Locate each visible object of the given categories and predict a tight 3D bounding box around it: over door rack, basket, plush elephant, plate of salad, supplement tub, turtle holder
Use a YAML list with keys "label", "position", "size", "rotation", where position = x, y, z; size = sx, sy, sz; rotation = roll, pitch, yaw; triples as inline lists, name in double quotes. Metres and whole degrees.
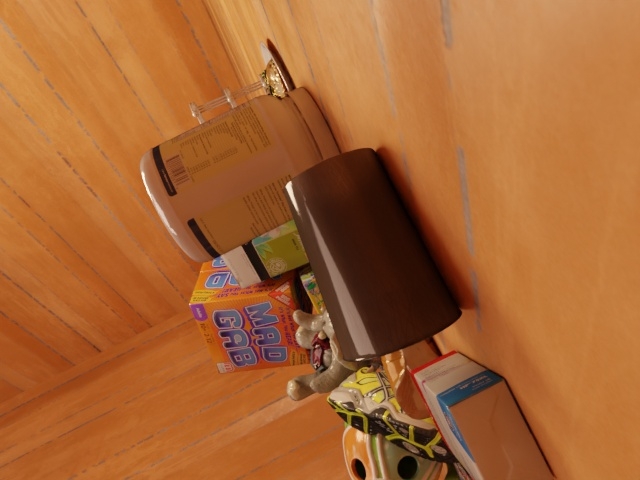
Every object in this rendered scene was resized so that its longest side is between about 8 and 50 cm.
- label: "over door rack"
  position: [-0.220, -0.322, 1.539]
  size: [0.324, 0.240, 0.108]
  rotation: [68, 180, -54]
- label: "basket"
  position: [0.055, 0.014, 0.631]
  size: [0.204, 0.154, 0.226]
  rotation: [108, 138, -84]
- label: "plush elephant"
  position: [0.037, 0.266, 1.403]
  size: [0.272, 0.330, 0.255]
  rotation: [-71, -30, -51]
- label: "plate of salad"
  position: [-0.094, -0.330, 1.094]
  size: [0.199, 0.048, 0.200]
  rotation: [62, 177, 6]
- label: "supplement tub"
  position: [-0.138, -0.126, 0.950]
  size: [0.235, 0.325, 0.235]
  rotation: [63, 177, 6]
- label: "turtle holder"
  position: [0.203, 0.546, 1.269]
  size: [0.320, 0.243, 0.227]
  rotation: [45, -149, -23]

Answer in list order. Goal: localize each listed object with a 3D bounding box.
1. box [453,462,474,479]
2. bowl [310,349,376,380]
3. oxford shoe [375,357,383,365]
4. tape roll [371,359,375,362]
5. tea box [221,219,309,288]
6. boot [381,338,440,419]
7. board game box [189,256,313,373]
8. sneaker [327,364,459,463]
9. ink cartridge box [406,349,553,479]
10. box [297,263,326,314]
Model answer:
- label: "box"
  position: [0.349, 0.546, 1.110]
  size: [0.233, 0.044, 0.159]
  rotation: [64, 177, -19]
- label: "bowl"
  position: [0.102, 0.384, 1.964]
  size: [0.163, 0.312, 0.311]
  rotation: [99, 148, -52]
- label: "oxford shoe"
  position: [0.177, 0.258, 1.151]
  size: [0.098, 0.097, 0.271]
  rotation: [53, 172, 36]
- label: "tape roll"
  position: [0.175, 0.405, 1.494]
  size: [0.189, 0.189, 0.080]
  rotation: [61, 177, 41]
- label: "tea box"
  position: [-0.168, -0.054, 1.737]
  size: [0.329, 0.324, 0.220]
  rotation: [-100, -14, -61]
- label: "boot"
  position: [0.150, 0.176, 0.970]
  size: [0.211, 0.104, 0.295]
  rotation: [-111, 1, -63]
- label: "board game box"
  position: [-0.238, 0.236, 1.918]
  size: [0.356, 0.357, 0.356]
  rotation: [-88, -12, -56]
- label: "sneaker"
  position: [0.172, 0.356, 1.101]
  size: [0.385, 0.147, 0.145]
  rotation: [4, 135, 51]
- label: "ink cartridge box"
  position: [0.198, 0.234, 0.682]
  size: [0.134, 0.078, 0.231]
  rotation: [64, 177, 0]
- label: "box"
  position: [0.070, 0.206, 1.720]
  size: [0.290, 0.177, 0.279]
  rotation: [64, 178, -10]
